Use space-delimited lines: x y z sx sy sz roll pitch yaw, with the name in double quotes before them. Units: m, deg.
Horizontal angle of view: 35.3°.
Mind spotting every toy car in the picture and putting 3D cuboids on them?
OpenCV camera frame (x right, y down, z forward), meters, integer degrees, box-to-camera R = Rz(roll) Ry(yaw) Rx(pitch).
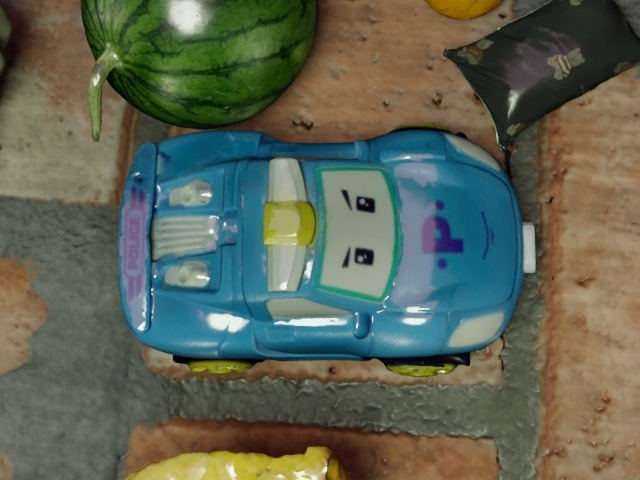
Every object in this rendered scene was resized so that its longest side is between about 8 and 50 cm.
"toy car" 0.000 0.000 0.748 0.314 0.166 0.198 0 80 11

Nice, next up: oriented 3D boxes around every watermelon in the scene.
"watermelon" -0.103 -0.178 0.789 0.215 0.188 0.188 -33 68 -35

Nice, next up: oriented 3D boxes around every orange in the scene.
"orange" 0.117 -0.223 0.826 0.083 0.070 0.083 0 88 7

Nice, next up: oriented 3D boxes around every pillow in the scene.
"pillow" 0.185 -0.147 0.805 0.150 0.048 0.090 -29 70 1

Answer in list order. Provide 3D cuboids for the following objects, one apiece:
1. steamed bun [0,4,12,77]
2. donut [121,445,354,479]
"steamed bun" -0.424 -0.158 0.850 0.324 0.219 0.309 29 98 -8
"donut" -0.094 0.345 0.560 0.164 0.435 0.377 0 107 21
